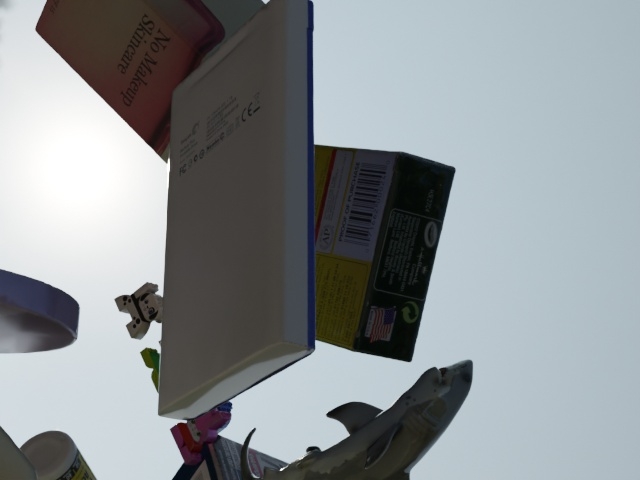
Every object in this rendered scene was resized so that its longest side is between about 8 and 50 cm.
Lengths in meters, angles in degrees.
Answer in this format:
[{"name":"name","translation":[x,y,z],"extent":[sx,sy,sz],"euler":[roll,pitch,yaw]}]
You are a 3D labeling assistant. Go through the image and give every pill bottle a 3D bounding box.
[{"name":"pill bottle","translation":[-0.246,0.243,1.483],"extent":[0.065,0.065,0.116],"euler":[11,-40,35]}]

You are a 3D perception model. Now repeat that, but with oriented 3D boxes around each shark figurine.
[{"name":"shark figurine","translation":[0.026,0.224,1.416],"extent":[0.278,0.166,0.116],"euler":[-27,-74,25]}]

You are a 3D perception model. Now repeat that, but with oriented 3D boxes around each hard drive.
[{"name":"hard drive","translation":[-0.073,-0.027,1.318],"extent":[0.210,0.040,0.319],"euler":[-33,-131,50]}]

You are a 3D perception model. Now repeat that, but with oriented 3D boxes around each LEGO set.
[{"name":"LEGO set","translation":[-0.142,0.141,1.781],"extent":[0.093,0.087,0.227],"euler":[-37,-117,19]}]

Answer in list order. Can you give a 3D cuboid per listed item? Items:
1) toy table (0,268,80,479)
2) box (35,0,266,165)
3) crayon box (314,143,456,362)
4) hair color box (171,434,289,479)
[{"name":"toy table","translation":[-0.321,0.105,1.127],"extent":[0.274,0.161,0.252],"euler":[7,-20,-9]},{"name":"box","translation":[-0.153,-0.204,1.556],"extent":[0.232,0.127,0.149],"euler":[45,-46,10]},{"name":"crayon box","translation":[0.000,0.000,1.621],"extent":[0.318,0.081,0.202],"euler":[13,-91,57]},{"name":"hair color box","translation":[0.001,0.361,1.781],"extent":[0.347,0.174,0.105],"euler":[26,-71,-26]}]
